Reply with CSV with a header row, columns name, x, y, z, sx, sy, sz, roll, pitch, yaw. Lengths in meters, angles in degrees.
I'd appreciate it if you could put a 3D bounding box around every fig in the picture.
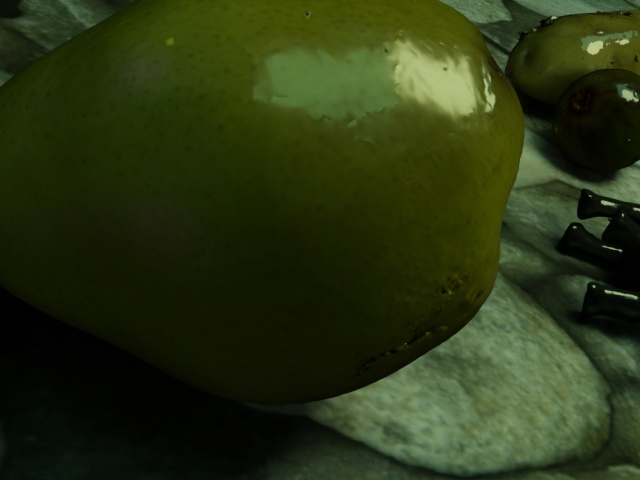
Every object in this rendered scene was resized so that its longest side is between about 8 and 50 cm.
name,x,y,z,sx,sy,sz,roll,pitch,yaw
fig,0.384,-0.122,1.027,0.236,0.124,0.124,21,32,-29

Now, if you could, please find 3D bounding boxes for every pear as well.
name,x,y,z,sx,sy,sz,roll,pitch,yaw
pear,-0.052,-0.045,0.514,0.337,0.284,0.284,14,36,-10

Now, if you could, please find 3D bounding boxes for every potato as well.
name,x,y,z,sx,sy,sz,roll,pitch,yaw
potato,0.389,-0.233,1.128,0.301,0.173,0.140,0,83,-31

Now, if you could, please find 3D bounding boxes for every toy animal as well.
name,x,y,z,sx,sy,sz,roll,pitch,yaw
toy animal,0.313,0.026,0.768,0.146,0.114,0.245,20,35,-5
